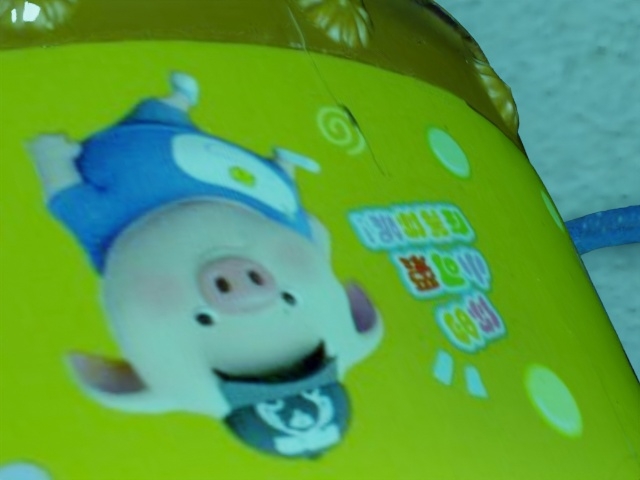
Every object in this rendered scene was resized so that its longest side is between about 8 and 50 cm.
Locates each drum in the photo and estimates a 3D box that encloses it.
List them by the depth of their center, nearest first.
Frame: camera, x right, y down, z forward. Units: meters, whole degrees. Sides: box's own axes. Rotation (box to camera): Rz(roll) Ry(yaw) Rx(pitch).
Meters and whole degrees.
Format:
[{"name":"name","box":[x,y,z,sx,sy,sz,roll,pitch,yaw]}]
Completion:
[{"name":"drum","box":[-0.094,0.121,0.543,0.431,0.214,0.431,-17,152,-9]}]

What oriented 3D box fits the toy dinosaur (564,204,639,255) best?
[{"name":"toy dinosaur","box":[0.211,-0.066,0.723,0.144,0.076,0.329,39,120,12]}]
